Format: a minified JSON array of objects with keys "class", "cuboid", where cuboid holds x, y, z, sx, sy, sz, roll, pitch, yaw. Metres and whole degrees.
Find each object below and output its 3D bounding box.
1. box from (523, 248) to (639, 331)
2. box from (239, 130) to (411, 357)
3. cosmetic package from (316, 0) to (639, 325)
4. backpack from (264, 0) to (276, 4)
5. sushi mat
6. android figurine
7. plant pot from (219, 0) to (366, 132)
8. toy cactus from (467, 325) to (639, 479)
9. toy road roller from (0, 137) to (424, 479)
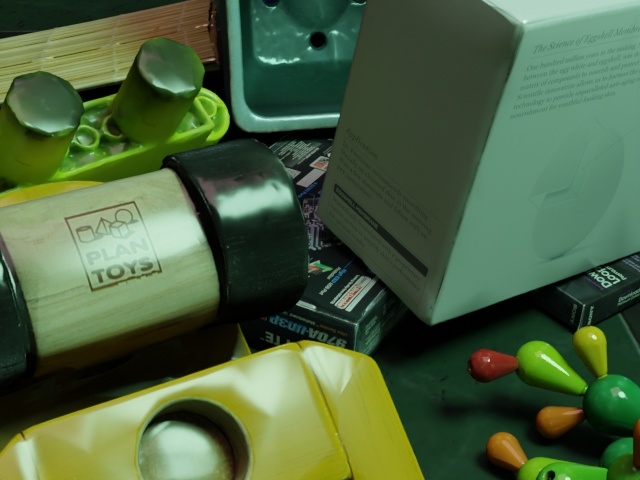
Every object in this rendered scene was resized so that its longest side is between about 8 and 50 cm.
[{"class":"box","cuboid":[0.211,0.006,0.939,0.162,0.029,0.116,-23,41,-32]},{"class":"box","cuboid":[0.000,0.000,0.912,0.175,0.051,0.220,19,36,23]},{"class":"cosmetic package","cuboid":[0.140,-0.093,0.826,0.224,0.224,0.138,-16,46,-35]},{"class":"backpack","cuboid":[-0.029,-0.286,1.309,0.098,0.101,0.120,13,30,3]},{"class":"sushi mat","cuboid":[-0.248,-0.162,1.114,0.317,0.019,0.151,-11,35,3]},{"class":"android figurine","cuboid":[-0.172,-0.023,0.770,0.248,0.273,0.056,-24,76,-36]},{"class":"plant pot","cuboid":[0.018,-0.229,1.097,0.247,0.247,0.252,-5,7,-12]},{"class":"toy cactus","cuboid":[0.200,0.120,0.714,0.180,0.112,0.219,-3,23,-26]},{"class":"toy road roller","cuboid":[-0.095,0.123,0.629,0.202,0.240,0.329,-16,74,-26]}]
